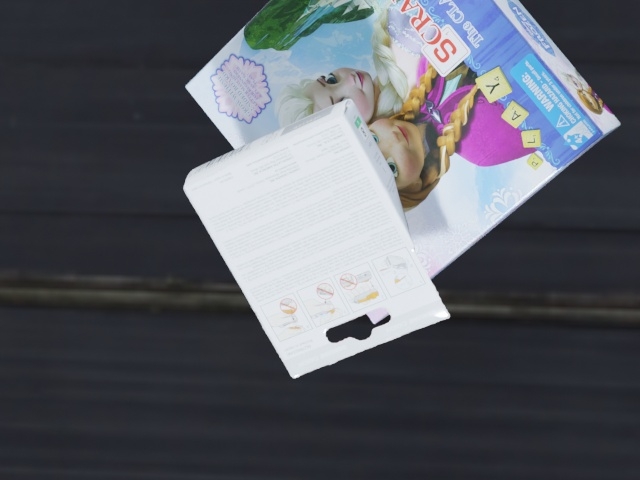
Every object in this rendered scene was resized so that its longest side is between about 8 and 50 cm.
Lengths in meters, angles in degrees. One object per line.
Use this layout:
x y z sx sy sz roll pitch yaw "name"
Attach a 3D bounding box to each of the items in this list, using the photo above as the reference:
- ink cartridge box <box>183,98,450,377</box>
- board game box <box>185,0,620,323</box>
0.000 0.000 1.558 0.224 0.181 0.056 60 22 -18 "ink cartridge box"
0.072 -0.134 1.620 0.318 0.318 0.066 51 28 6 "board game box"
